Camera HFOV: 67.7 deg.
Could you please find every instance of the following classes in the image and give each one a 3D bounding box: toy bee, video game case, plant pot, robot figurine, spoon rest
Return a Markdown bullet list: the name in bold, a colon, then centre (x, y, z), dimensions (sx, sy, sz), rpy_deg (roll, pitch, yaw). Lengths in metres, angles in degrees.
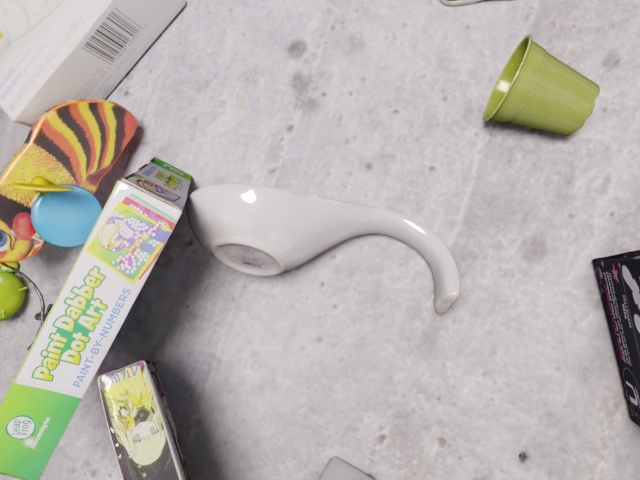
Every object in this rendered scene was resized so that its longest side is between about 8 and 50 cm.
- **toy bee**: centre (-0.327, -0.037, 0.520), dimensions (0.195, 0.162, 0.298), rpy_deg (-14, 61, 45)
- **video game case**: centre (-0.150, 0.220, 0.455), dimensions (0.042, 0.232, 0.210), rpy_deg (-17, 81, -21)
- **plant pot**: centre (0.209, -0.136, 0.448), dimensions (0.079, 0.083, 0.083), rpy_deg (24, 94, 3)
- **robot figurine**: centre (-0.432, 0.065, 0.609), dimensions (0.115, 0.067, 0.101), rpy_deg (13, 61, 16)
- **spoon rest**: centre (0.000, 0.000, 0.481), dimensions (0.276, 0.137, 0.084), rpy_deg (14, 62, 3)

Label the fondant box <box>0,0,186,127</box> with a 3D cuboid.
- **fondant box**: centre (-0.363, -0.328, 0.594), dimensions (0.238, 0.096, 0.330), rpy_deg (-45, 77, 9)

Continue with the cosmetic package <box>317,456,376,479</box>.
- **cosmetic package**: centre (0.022, 0.322, 0.324), dimensions (0.197, 0.365, 0.155), rpy_deg (26, 94, 15)

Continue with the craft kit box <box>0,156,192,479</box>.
- **craft kit box**: centre (-0.208, 0.045, 0.466), dimensions (0.061, 0.246, 0.249), rpy_deg (28, 96, -15)

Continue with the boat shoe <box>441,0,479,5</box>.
- **boat shoe**: centre (0.180, -0.270, 0.476), dimensions (0.125, 0.038, 0.046), rpy_deg (-2, 87, 15)

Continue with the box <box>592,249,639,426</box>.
- **box**: centre (0.371, 0.064, 0.359), dimensions (0.247, 0.142, 0.163), rpy_deg (-12, 83, 13)
